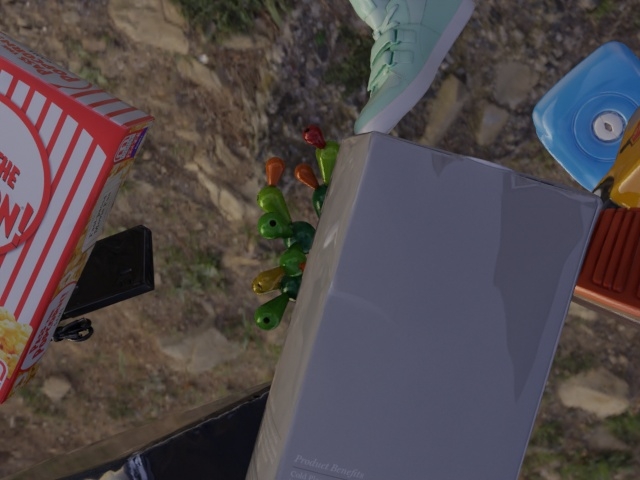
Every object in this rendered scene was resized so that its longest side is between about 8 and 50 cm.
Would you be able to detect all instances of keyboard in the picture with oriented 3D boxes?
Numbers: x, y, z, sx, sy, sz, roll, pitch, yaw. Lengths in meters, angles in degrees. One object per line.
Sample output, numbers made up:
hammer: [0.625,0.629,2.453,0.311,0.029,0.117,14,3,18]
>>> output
keyboard: [-0.235,0.056,0.799,0.180,0.108,0.023,-20,136,11]

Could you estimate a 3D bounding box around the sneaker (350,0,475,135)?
sneaker: [0.062,-0.225,0.988,0.151,0.256,0.094,35,149,-8]

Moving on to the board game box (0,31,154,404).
board game box: [-0.205,-0.022,0.514,0.146,0.045,0.193,29,107,2]

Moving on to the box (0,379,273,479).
box: [-0.179,0.450,0.925,0.480,0.472,0.297,-23,176,33]

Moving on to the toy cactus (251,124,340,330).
toy cactus: [0.000,0.000,0.955,0.112,0.219,0.180,2,165,33]

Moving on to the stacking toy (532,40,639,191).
stacking toy: [0.429,-0.195,1.264,0.175,0.302,0.166,46,119,1]

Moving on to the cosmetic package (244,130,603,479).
cosmetic package: [0.044,0.070,0.463,0.127,0.107,0.238,17,90,-9]

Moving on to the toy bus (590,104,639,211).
toy bus: [0.299,-0.092,0.601,0.108,0.130,0.333,28,143,2]

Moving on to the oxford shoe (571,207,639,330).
oxford shoe: [0.261,0.055,0.545,0.271,0.097,0.098,18,142,24]
